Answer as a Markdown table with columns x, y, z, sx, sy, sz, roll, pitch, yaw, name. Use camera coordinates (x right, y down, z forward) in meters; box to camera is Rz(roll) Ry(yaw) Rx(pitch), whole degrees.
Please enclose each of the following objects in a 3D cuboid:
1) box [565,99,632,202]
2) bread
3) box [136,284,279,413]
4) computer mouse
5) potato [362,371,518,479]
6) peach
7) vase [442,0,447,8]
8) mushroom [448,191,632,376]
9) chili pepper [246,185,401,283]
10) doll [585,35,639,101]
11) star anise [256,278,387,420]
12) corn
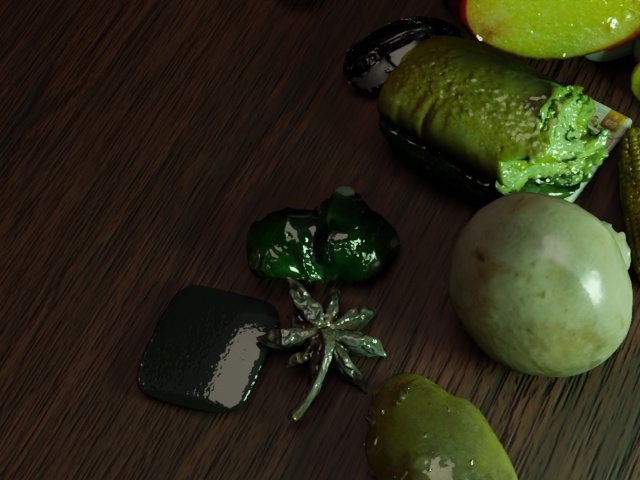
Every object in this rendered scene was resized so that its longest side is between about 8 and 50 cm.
| x | y | z | sx | sy | sz | roll | pitch | yaw | name |
| --- | --- | --- | --- | --- | --- | --- | --- | --- | --- |
| 0.435 | -0.155 | 1.879 | 0.122 | 0.032 | 0.220 | 33 | 71 | 23 | box |
| 0.275 | -0.211 | 1.822 | 0.376 | 0.208 | 0.251 | 33 | 67 | 34 | bread |
| -0.185 | 0.180 | 1.775 | 0.201 | 0.042 | 0.212 | 14 | 66 | 14 | box |
| 0.153 | -0.353 | 1.995 | 0.242 | 0.077 | 0.146 | -26 | 61 | -7 | computer mouse |
| 0.173 | 0.327 | 1.602 | 0.192 | 0.141 | 0.296 | -29 | 60 | -11 | potato |
| 0.409 | -0.506 | 1.857 | 0.406 | 0.335 | 0.310 | -8 | 49 | 14 | peach |
| 0.331 | -0.512 | 2.058 | 0.214 | 0.086 | 0.086 | -32 | 63 | -5 | vase |
| 0.354 | 0.052 | 1.664 | 0.297 | 0.297 | 0.290 | 32 | 44 | 21 | mushroom |
| 0.003 | -0.006 | 1.803 | 0.264 | 0.116 | 0.148 | 2 | 41 | 4 | chili pepper |
| 0.603 | -0.326 | 1.882 | 0.311 | 0.159 | 0.242 | 5 | 66 | 21 | doll |
| 0.003 | 0.171 | 1.727 | 0.209 | 0.089 | 0.231 | -5 | 63 | -4 | star anise |
| 0.554 | -0.048 | 1.763 | 0.119 | 0.119 | 0.322 | -5 | 62 | 5 | corn |
